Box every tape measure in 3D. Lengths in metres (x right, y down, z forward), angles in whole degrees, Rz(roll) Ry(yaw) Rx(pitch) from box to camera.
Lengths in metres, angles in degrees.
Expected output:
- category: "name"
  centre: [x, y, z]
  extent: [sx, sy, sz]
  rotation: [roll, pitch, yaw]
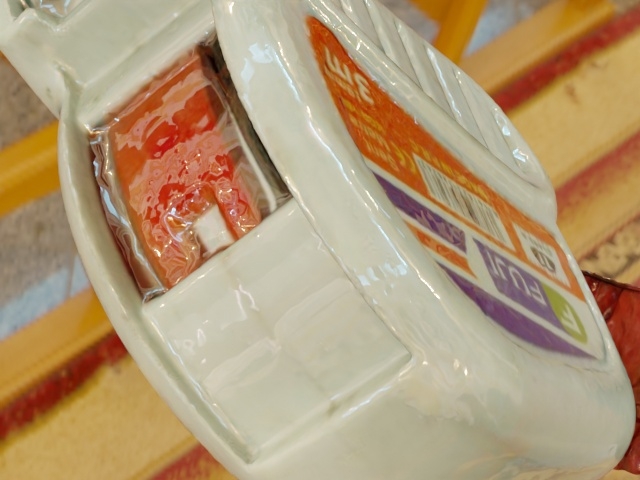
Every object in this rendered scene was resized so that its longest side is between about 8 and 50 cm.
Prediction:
- category: "tape measure"
  centre: [0.000, -0.001, 0.614]
  extent: [0.243, 0.125, 0.246]
  rotation: [29, 35, -47]

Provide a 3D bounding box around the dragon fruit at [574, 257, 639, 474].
- category: "dragon fruit"
  centre: [0.165, 0.039, 0.763]
  extent: [0.122, 0.092, 0.192]
  rotation: [-31, 34, -21]
